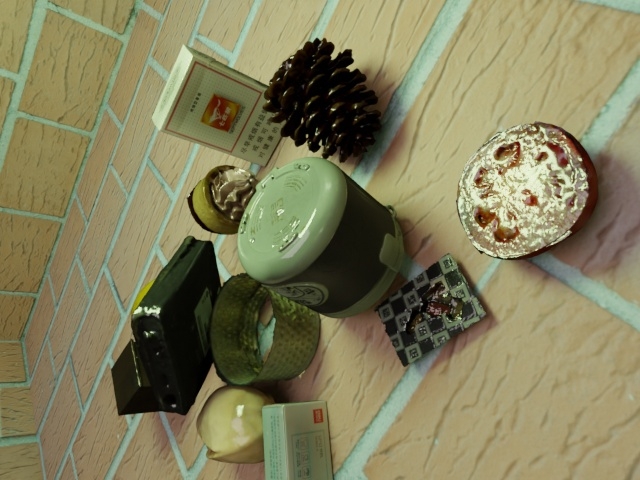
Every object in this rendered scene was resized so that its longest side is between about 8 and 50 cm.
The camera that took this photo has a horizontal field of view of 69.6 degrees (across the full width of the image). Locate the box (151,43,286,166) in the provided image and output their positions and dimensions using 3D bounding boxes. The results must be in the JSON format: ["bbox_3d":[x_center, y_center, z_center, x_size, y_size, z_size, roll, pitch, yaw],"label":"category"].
[{"bbox_3d":[-0.250,-0.349,1.238,0.210,0.331,0.095,-58,46,21],"label":"box"}]

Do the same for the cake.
[{"bbox_3d":[-0.246,-0.125,1.272,0.178,0.208,0.185,-37,52,51],"label":"cake"}]

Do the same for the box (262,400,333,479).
[{"bbox_3d":[-0.048,0.484,0.980,0.079,0.135,0.269,-23,65,41],"label":"box"}]

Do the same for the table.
[{"bbox_3d":[-0.523,0.425,1.453,0.169,0.193,0.172,-51,49,27],"label":"table"}]

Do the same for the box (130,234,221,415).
[{"bbox_3d":[-0.331,0.208,1.168,0.350,0.091,0.358,-73,-15,-56],"label":"box"}]

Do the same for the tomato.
[{"bbox_3d":[0.331,-0.073,0.745,0.225,0.085,0.224,-11,75,48],"label":"tomato"}]

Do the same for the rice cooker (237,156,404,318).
[{"bbox_3d":[0.001,0.003,0.937,0.289,0.277,0.288,-25,48,31],"label":"rice cooker"}]

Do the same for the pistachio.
[{"bbox_3d":[-0.203,0.449,1.115,0.299,0.188,0.187,-28,62,49],"label":"pistachio"}]

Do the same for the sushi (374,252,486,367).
[{"bbox_3d":[0.204,0.136,0.871,0.201,0.031,0.139,-42,53,28],"label":"sushi"}]

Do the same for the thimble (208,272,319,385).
[{"bbox_3d":[-0.144,0.219,1.132,0.271,0.150,0.270,-14,71,45],"label":"thimble"}]

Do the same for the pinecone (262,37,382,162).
[{"bbox_3d":[0.019,-0.303,1.041,0.292,0.246,0.246,50,119,18],"label":"pinecone"}]

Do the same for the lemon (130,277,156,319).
[{"bbox_3d":[-0.444,0.212,1.394,0.228,0.228,0.253,-47,18,29],"label":"lemon"}]
